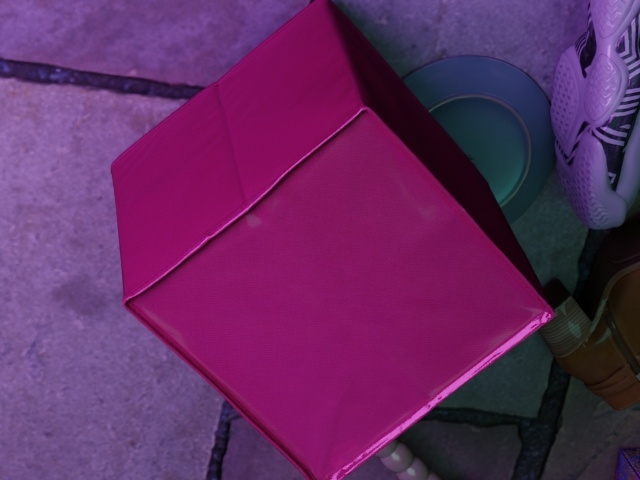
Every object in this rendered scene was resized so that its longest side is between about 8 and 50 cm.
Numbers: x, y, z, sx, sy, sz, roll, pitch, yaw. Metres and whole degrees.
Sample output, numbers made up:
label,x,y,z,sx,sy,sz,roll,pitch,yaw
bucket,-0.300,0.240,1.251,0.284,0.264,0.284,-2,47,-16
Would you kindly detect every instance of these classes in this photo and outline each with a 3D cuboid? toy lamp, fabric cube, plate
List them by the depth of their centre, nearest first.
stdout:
label,x,y,z,sx,sy,sz,roll,pitch,yaw
fabric cube,0.000,0.000,1.617,0.259,0.258,0.254,-38,116,11
plate,0.129,-0.077,1.762,0.188,0.024,0.188,-6,116,-12
toy lamp,0.059,0.196,1.844,0.080,0.080,0.274,-40,118,6

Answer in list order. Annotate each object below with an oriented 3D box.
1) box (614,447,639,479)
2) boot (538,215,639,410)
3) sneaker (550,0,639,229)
label,x,y,z,sx,sy,sz,roll,pitch,yaw
box,0.440,0.373,1.969,0.279,0.177,0.290,0,115,-14
boot,0.313,0.066,1.853,0.197,0.073,0.152,-34,118,17
sneaker,0.329,-0.180,1.698,0.210,0.137,0.366,0,111,-12
